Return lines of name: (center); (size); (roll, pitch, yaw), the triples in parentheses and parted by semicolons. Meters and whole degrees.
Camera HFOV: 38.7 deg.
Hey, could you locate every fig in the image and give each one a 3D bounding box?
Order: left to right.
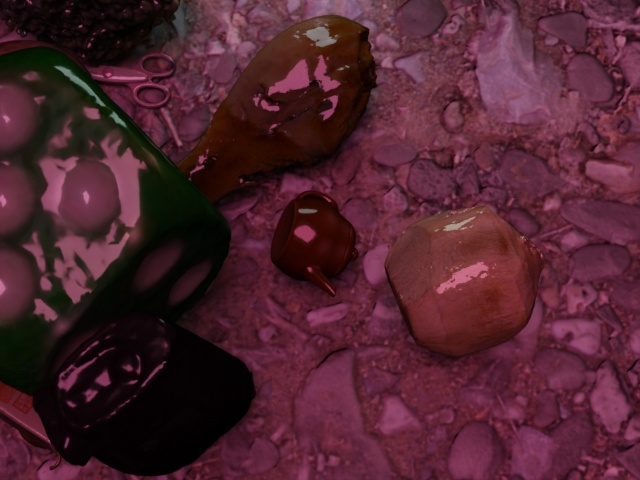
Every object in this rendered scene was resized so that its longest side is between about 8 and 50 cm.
fig: (-0.355, 0.254, 1.173); (0.050, 0.050, 0.083); (-27, 86, -4)

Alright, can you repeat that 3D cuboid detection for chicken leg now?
chicken leg: (-0.096, -0.145, 1.228); (0.429, 0.152, 0.201); (-38, 63, 1)

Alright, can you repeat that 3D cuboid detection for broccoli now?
broccoli: (-0.328, -0.428, 1.249); (0.348, 0.293, 0.280); (21, 50, 3)

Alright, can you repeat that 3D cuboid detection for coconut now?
coconut: (0.186, 0.048, 1.126); (0.194, 0.194, 0.194); (-1, 74, 4)

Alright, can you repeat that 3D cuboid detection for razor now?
razor: (-0.181, 0.185, 1.034); (0.189, 0.327, 0.107); (-40, 70, -4)

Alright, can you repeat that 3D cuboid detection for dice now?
dice: (-0.297, -0.012, 1.030); (0.287, 0.297, 0.300); (44, 87, 13)

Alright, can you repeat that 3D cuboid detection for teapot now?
teapot: (0.000, 0.000, 1.194); (0.116, 0.116, 0.173); (-1, 48, 4)

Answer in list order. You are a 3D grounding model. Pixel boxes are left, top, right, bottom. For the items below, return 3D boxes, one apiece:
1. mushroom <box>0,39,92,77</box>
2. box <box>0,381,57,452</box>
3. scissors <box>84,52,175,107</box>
mushroom: (-0.413, -0.172, 1.234); (0.227, 0.178, 0.226); (-3, 44, 3)
box: (-0.429, 0.096, 1.192); (0.365, 0.051, 0.204); (30, 61, 11)
scissors: (-0.300, -0.239, 1.317); (0.176, 0.022, 0.085); (8, 78, 3)
